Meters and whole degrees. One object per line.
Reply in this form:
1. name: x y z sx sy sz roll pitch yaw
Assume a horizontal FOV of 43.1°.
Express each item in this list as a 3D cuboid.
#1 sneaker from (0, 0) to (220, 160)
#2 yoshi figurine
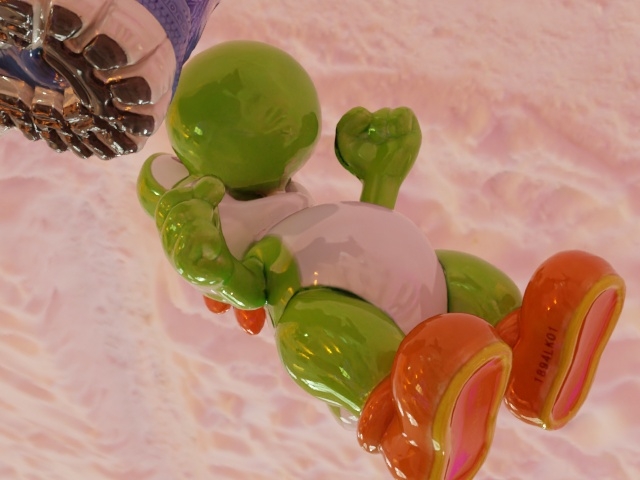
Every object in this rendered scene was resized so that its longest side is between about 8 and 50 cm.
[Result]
1. sneaker: -0.174 -0.134 0.460 0.330 0.147 0.129 11 145 35
2. yoshi figurine: -0.004 -0.022 0.513 0.362 0.203 0.203 31 171 41
